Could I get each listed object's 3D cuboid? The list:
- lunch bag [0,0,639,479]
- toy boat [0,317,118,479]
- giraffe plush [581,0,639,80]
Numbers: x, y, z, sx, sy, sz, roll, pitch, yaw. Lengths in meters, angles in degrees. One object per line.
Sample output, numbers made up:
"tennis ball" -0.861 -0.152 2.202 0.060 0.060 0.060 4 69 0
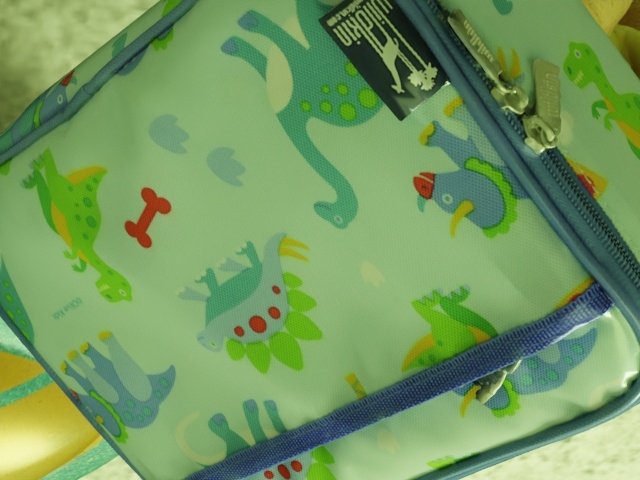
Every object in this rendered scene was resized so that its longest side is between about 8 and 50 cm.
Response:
"lunch bag" 0.000 0.000 0.480 0.219 0.090 0.176 -28 104 42
"toy boat" -0.174 0.097 0.641 0.268 0.148 0.318 -6 138 -11
"giraffe plush" 0.066 -0.070 0.548 0.210 0.181 0.170 5 136 32
